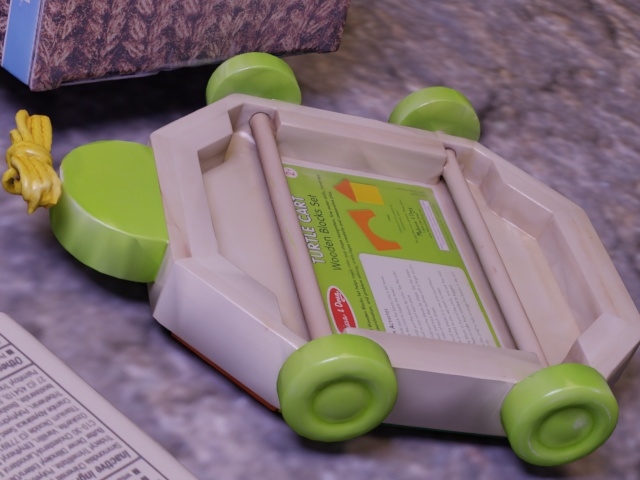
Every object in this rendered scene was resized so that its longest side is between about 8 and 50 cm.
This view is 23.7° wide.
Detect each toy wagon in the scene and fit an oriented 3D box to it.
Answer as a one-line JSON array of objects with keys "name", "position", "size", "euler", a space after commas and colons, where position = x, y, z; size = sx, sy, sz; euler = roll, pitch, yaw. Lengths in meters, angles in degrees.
[{"name": "toy wagon", "position": [0.000, 0.000, 0.805], "size": [0.344, 0.068, 0.267], "euler": [8, 36, -20]}]

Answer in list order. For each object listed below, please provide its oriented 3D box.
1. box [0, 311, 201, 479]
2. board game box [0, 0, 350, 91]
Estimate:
[{"name": "box", "position": [-0.087, 0.155, 0.478], "size": [0.232, 0.127, 0.148], "euler": [38, 35, 20]}, {"name": "board game box", "position": [-0.149, -0.225, 0.924], "size": [0.232, 0.141, 0.291], "euler": [-14, 39, -43]}]
